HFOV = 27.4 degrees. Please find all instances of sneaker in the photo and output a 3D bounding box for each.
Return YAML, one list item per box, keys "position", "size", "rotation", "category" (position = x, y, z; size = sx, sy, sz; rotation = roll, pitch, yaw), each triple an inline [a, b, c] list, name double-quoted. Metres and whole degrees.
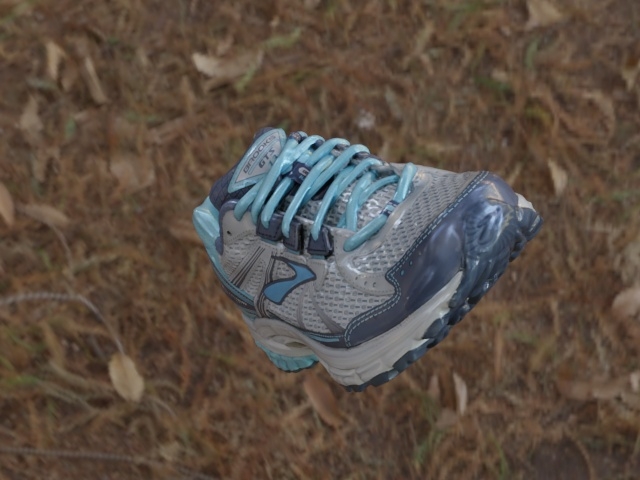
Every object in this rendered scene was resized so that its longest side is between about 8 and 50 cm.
- position: [0.000, 0.000, 0.667]
  size: [0.110, 0.283, 0.122]
  rotation: [-44, 100, -22]
  category: "sneaker"
